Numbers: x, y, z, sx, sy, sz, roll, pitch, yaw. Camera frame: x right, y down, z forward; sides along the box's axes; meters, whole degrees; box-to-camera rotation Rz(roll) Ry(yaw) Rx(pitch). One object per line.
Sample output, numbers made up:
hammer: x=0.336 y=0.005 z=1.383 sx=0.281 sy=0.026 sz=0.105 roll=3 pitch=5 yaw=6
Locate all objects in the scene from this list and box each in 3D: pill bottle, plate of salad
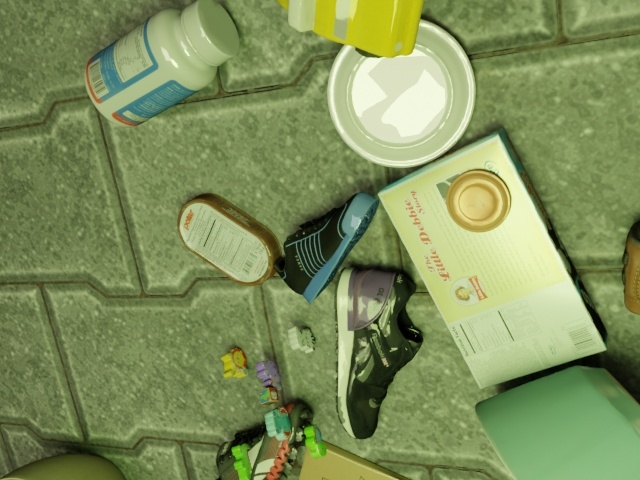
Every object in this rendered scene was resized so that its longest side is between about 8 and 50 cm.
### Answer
pill bottle: x=-0.231 y=-0.264 z=1.010 sx=0.221 sy=0.124 sz=0.124 roll=-20 pitch=99 yaw=28
plate of salad: x=0.108 y=-0.198 z=0.925 sx=0.200 sy=0.048 sz=0.200 roll=4 pitch=109 yaw=12

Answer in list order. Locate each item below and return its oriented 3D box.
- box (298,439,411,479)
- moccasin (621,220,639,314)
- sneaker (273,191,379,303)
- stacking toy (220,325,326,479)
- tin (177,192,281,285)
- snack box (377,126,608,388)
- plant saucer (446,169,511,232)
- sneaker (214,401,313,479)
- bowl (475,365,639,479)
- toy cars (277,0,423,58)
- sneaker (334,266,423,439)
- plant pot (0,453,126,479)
box: x=0.056 y=0.447 z=1.192 sx=0.201 sy=0.021 sz=0.164 roll=20 pitch=115 yaw=17
moccasin: x=0.547 y=0.056 z=0.769 sx=0.380 sy=0.139 sz=0.147 roll=-1 pitch=114 yaw=22
sneaker: x=0.000 y=0.000 z=1.007 sx=0.090 sy=0.081 sz=0.232 roll=39 pitch=131 yaw=7
stacking toy: x=-0.075 y=0.261 z=1.112 sx=0.167 sy=0.052 sz=0.221 roll=-25 pitch=63 yaw=29
tin: x=-0.151 y=-0.001 z=1.118 sx=0.190 sy=0.040 sz=0.106 roll=33 pitch=114 yaw=11
snack box: x=0.235 y=0.031 z=0.941 sx=0.187 sy=0.060 sz=0.322 roll=-25 pitch=96 yaw=28
plant saucer: x=0.204 y=-0.050 z=0.885 sx=0.083 sy=0.013 sz=0.083 roll=7 pitch=109 yaw=22
sneaker: x=-0.110 y=0.374 z=1.195 sx=0.135 sy=0.097 sz=0.276 roll=31 pitch=119 yaw=9
bowl: x=0.362 y=0.280 z=0.864 sx=0.163 sy=0.311 sz=0.311 roll=-45 pitch=87 yaw=11
toy cars: x=-0.040 y=-0.338 z=0.668 sx=0.176 sy=0.087 sz=0.393 roll=-24 pitch=93 yaw=54
sneaker: x=0.092 y=0.182 z=1.038 sx=0.124 sy=0.107 sz=0.283 roll=3 pitch=109 yaw=17
plant pot: x=-0.499 y=0.543 z=1.375 sx=0.284 sy=0.191 sz=0.284 roll=8 pitch=112 yaw=21
